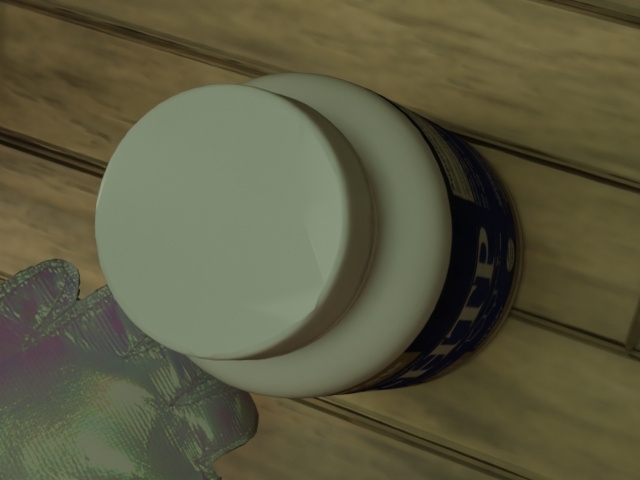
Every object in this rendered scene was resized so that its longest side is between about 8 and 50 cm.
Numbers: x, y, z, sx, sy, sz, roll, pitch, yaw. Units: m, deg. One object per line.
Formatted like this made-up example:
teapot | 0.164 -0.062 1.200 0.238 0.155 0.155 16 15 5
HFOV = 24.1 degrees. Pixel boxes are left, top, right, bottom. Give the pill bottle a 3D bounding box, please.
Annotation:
pill bottle | 0.000 0.000 0.534 0.112 0.186 0.112 -1 86 20

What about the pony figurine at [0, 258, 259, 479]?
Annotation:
pony figurine | -0.218 0.001 0.511 0.351 0.363 0.303 -32 61 -31
